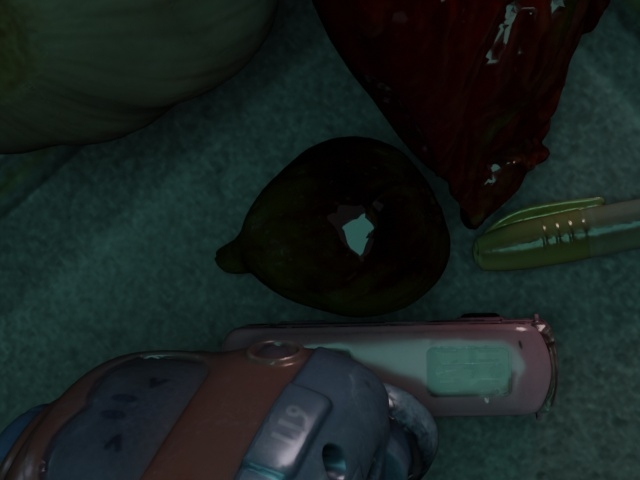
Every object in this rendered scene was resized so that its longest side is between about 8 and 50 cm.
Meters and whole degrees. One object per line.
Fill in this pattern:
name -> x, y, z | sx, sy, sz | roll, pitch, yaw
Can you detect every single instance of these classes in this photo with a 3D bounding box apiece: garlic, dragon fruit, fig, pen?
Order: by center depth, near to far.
garlic -> -0.180, -0.194, 0.781 | 0.317, 0.259, 0.318 | 11, 124, 17
dragon fruit -> 0.076, -0.172, 0.821 | 0.302, 0.240, 0.330 | -22, 111, -22
fig -> 0.000, 0.000, 0.842 | 0.154, 0.103, 0.109 | -22, 65, 28
pen -> 0.208, -0.017, 0.854 | 0.233, 0.032, 0.040 | -12, 65, 4

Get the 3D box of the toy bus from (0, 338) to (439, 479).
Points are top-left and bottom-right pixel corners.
toy bus -> -0.076, 0.186, 0.770 | 0.231, 0.197, 0.294 | 15, 132, 16

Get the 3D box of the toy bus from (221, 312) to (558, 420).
toy bus -> 0.042, 0.077, 0.839 | 0.203, 0.090, 0.063 | -2, 89, 5
